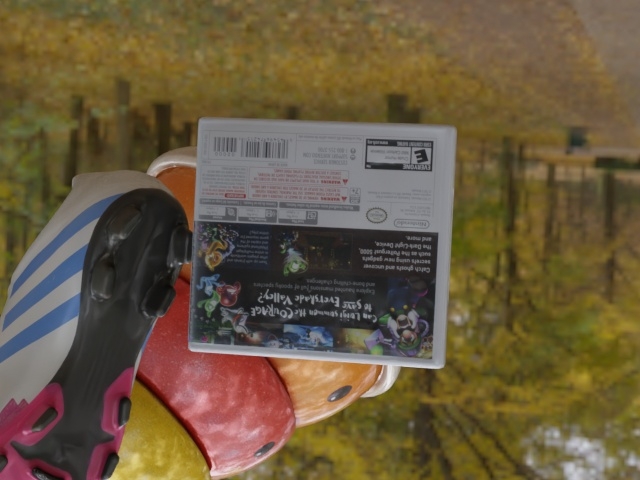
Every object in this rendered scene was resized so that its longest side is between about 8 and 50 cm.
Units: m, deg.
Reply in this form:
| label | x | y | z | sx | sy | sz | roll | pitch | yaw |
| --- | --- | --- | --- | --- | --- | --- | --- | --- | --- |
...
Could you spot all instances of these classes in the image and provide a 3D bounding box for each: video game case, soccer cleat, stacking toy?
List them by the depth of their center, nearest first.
| label | x | y | z | sx | sy | sz | roll | pitch | yaw |
| --- | --- | --- | --- | --- | --- | --- | --- | --- | --- |
| video game case | 0.000 | 0.000 | 0.971 | 0.190 | 0.173 | 0.022 | 3 | -179 | 12 |
| soccer cleat | -0.207 | 0.098 | 1.048 | 0.116 | 0.331 | 0.143 | 28 | 176 | -38 |
| stacking toy | -0.178 | 0.170 | 1.365 | 0.480 | 0.351 | 0.350 | -47 | -152 | -23 |
